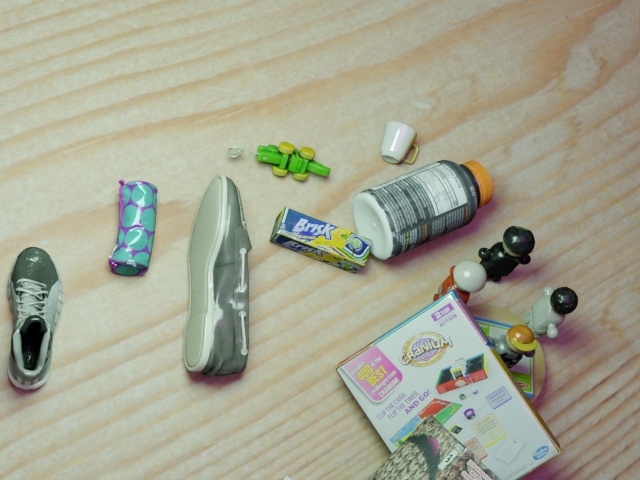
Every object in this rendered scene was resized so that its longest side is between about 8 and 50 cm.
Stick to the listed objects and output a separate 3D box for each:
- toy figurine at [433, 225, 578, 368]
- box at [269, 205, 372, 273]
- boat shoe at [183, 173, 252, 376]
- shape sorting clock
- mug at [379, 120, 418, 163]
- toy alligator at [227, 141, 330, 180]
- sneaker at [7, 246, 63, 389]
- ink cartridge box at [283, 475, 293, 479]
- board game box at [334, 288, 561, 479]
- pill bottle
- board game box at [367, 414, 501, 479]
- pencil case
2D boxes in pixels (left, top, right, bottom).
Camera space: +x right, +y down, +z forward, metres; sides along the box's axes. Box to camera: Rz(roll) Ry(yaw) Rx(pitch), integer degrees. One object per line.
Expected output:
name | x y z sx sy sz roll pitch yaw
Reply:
toy figurine | 0.329 0.102 1.742 0.213 0.148 0.209 -29 74 -33
box | 0.000 0.000 1.739 0.169 0.059 0.054 20 68 -12
boat shoe | -0.160 0.061 1.652 0.095 0.112 0.335 13 75 -33
shape sorting clock | 0.310 0.213 1.786 0.206 0.040 0.206 9 59 -16
mug | 0.147 -0.176 1.843 0.078 0.062 0.064 23 76 -4
toy alligator | -0.074 -0.152 1.769 0.190 0.056 0.051 12 29 -13
sneaker | -0.436 0.108 1.523 0.086 0.132 0.228 1 74 -18
ink cartridge box | -0.055 0.494 1.594 0.145 0.045 0.179 41 48 -2
board game box | 0.212 0.277 1.656 0.242 0.064 0.316 -34 86 11
pill bottle | 0.191 -0.065 1.784 0.246 0.130 0.130 -22 82 -23
board game box | 0.139 0.434 1.485 0.141 0.232 0.291 44 86 -7
pencil case | -0.310 -0.021 1.641 0.070 0.064 0.151 15 68 -31
